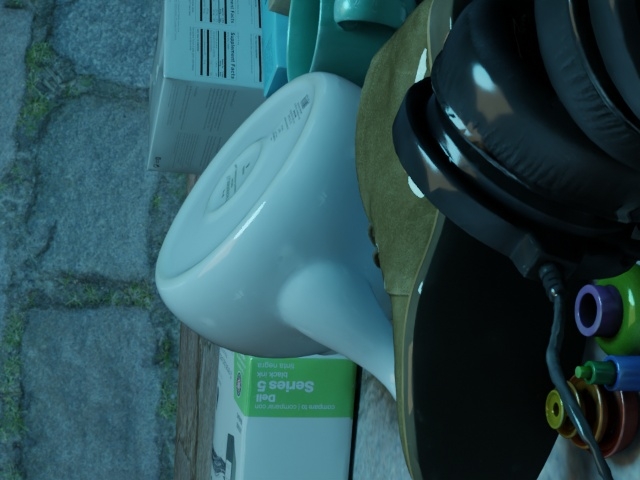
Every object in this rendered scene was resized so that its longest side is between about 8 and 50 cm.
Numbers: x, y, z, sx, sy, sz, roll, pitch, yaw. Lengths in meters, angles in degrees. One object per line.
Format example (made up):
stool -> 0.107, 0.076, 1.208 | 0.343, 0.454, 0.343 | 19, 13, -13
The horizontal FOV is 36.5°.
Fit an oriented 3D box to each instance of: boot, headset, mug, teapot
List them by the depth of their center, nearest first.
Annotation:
headset -> 0.145, -0.053, 0.382 | 0.243, 0.185, 0.394 | 134, 152, -64
boot -> 0.075, 0.004, 0.558 | 0.115, 0.112, 0.305 | -16, 67, 57
teapot -> 0.000, 0.000, 0.796 | 0.252, 0.187, 0.256 | -21, 38, 55
mug -> 0.033, -0.179, 0.850 | 0.157, 0.097, 0.129 | -107, 25, -53

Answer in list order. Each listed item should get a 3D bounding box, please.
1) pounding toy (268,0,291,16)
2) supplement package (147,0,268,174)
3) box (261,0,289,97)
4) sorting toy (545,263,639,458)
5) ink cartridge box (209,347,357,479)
pounding toy -> 0.033, -0.337, 0.922 | 0.206, 0.094, 0.181 | 134, 143, -56
supplement package -> -0.089, -0.181, 1.124 | 0.194, 0.203, 0.149 | 120, 151, -59
box -> -0.010, -0.264, 1.038 | 0.060, 0.100, 0.244 | 123, 148, -60
sorting toy -> 0.137, 0.061, 0.486 | 0.061, 0.042, 0.102 | -158, 72, -75
ink cartridge box -> -0.048, 0.234, 1.037 | 0.198, 0.115, 0.273 | -155, 69, -75
